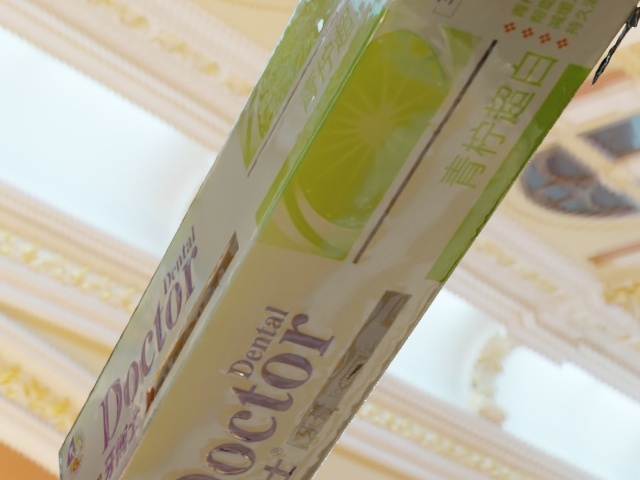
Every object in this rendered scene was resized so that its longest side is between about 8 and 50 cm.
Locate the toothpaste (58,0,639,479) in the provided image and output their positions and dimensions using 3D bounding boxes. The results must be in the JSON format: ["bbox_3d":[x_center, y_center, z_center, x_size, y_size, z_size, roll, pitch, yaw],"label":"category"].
[{"bbox_3d":[0.000,0.000,0.594,0.081,0.336,0.067,13,-141,-24],"label":"toothpaste"}]
